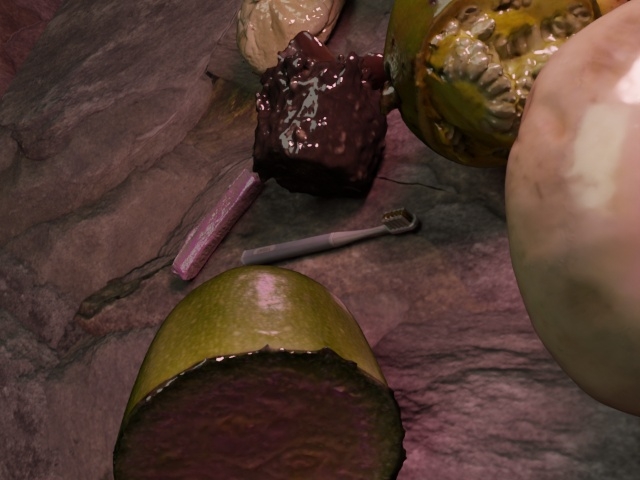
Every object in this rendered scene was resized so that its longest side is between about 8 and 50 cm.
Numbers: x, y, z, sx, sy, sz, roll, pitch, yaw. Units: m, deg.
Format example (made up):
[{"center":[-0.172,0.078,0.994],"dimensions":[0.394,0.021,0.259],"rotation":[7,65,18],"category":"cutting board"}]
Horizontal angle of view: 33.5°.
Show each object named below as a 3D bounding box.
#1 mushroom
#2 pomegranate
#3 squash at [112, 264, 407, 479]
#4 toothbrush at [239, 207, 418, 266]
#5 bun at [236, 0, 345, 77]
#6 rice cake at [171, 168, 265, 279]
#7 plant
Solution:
[{"center":[0.326,-0.020,0.868],"dimensions":[0.325,0.353,0.353],"rotation":[-14,47,18],"category":"mushroom"},{"center":[0.224,-0.228,1.202],"dimensions":[0.341,0.260,0.260],"rotation":[-26,32,-10],"category":"pomegranate"},{"center":[-0.088,0.148,1.199],"dimensions":[0.310,0.310,0.309],"rotation":[-44,33,16],"category":"squash"},{"center":[0.002,0.001,1.455],"dimensions":[0.342,0.030,0.025],"rotation":[-15,45,47],"category":"toothbrush"},{"center":[-0.063,-0.377,1.779],"dimensions":[0.220,0.134,0.220],"rotation":[-32,38,29],"category":"bun"},{"center":[-0.163,-0.023,1.678],"dimensions":[0.206,0.036,0.047],"rotation":[-51,38,3],"category":"rice cake"},{"center":[0.009,-0.178,1.472],"dimensions":[0.178,0.204,0.234],"rotation":[3,69,49],"category":"plant"}]
